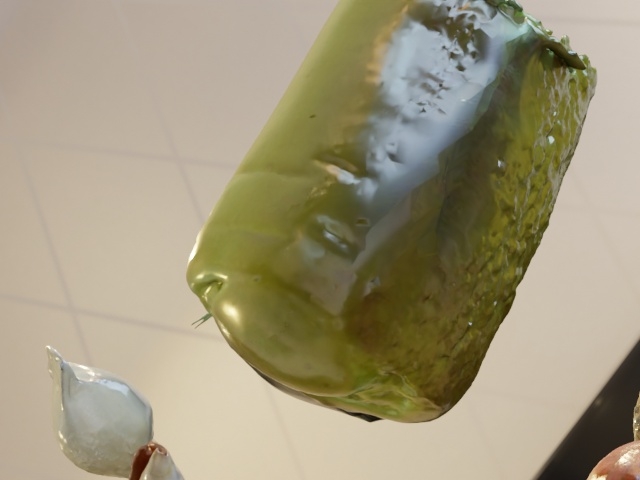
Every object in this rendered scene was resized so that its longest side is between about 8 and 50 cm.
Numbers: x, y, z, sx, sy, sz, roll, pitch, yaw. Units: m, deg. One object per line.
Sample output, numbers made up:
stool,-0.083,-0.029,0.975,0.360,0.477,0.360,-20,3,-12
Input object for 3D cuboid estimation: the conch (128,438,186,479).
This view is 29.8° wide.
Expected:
conch,-0.187,0.296,1.350,0.094,0.104,0.176,-13,-54,9

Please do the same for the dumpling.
dumpling,-0.288,0.234,1.578,0.216,0.166,0.126,27,-95,-22

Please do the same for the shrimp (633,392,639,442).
shrimp,0.549,0.134,1.320,0.446,0.221,0.110,-30,-44,20

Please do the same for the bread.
bread,0.068,-0.036,0.965,0.251,0.208,0.376,44,-114,-35

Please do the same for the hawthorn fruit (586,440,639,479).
hawthorn fruit,0.306,0.241,1.130,0.125,0.125,0.140,43,-137,-63

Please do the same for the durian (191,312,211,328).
durian,0.005,0.008,1.507,0.355,0.169,0.157,-56,0,26
